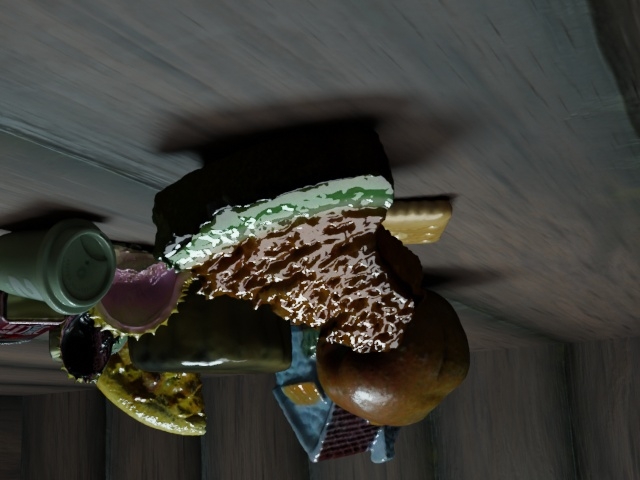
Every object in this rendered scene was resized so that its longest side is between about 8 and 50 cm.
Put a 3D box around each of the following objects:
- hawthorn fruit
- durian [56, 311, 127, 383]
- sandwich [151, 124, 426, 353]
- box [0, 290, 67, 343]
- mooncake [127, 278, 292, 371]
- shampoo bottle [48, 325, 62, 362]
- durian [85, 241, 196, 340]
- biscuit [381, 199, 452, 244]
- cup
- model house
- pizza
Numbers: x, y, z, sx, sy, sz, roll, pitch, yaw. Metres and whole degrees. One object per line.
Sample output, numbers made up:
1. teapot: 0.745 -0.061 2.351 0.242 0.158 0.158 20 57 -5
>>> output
1. hawthorn fruit: 0.114 0.210 1.594 0.300 0.268 0.267 10 161 -42
2. durian: -0.419 0.169 1.602 0.119 0.187 0.108 29 177 -5
3. sandwich: 0.000 0.000 0.910 0.250 0.162 0.301 -22 130 21
4. box: -0.553 0.139 1.572 0.120 0.069 0.224 6 163 -34
5. mooncake: -0.190 0.149 1.498 0.290 0.161 0.290 -1 168 0
6. shampoo bottle: -0.411 0.216 1.894 0.349 0.084 0.125 -4 169 3
7. durian: -0.284 0.054 1.239 0.182 0.165 0.132 -23 147 -56
8. biscuit: 0.042 -0.016 1.129 0.249 0.030 0.160 -3 167 0
9. cup: -0.342 0.027 1.079 0.141 0.120 0.120 6 173 29
10. model house: 0.077 0.349 1.965 0.297 0.339 0.360 -11 170 37
11. pizza: -0.355 0.266 1.713 0.257 0.269 0.087 -2 177 -22
